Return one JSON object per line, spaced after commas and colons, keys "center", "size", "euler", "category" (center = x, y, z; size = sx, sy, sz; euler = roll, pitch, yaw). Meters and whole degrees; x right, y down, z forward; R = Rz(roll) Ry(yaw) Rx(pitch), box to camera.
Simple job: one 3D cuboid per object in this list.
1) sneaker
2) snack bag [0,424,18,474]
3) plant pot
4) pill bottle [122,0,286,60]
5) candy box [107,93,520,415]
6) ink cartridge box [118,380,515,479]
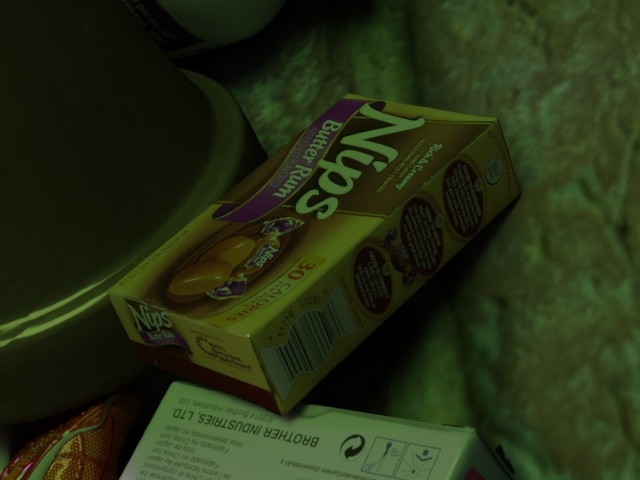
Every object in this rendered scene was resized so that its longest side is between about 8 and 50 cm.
{"center": [-0.135, 0.143, 0.765], "size": [0.064, 0.067, 0.175], "euler": [-29, 23, 43], "category": "sneaker"}
{"center": [-0.326, 0.196, 0.802], "size": [0.342, 0.037, 0.323], "euler": [-13, 46, 4], "category": "snack bag"}
{"center": [-0.182, -0.066, 0.809], "size": [0.263, 0.229, 0.263], "euler": [-15, 38, 12], "category": "plant pot"}
{"center": [-0.122, -0.194, 0.962], "size": [0.301, 0.169, 0.169], "euler": [-11, 49, 31], "category": "pill bottle"}
{"center": [0.000, 0.000, 0.743], "size": [0.109, 0.053, 0.186], "euler": [15, 47, 45], "category": "candy box"}
{"center": [-0.057, 0.212, 0.632], "size": [0.185, 0.065, 0.311], "euler": [4, 55, 41], "category": "ink cartridge box"}
